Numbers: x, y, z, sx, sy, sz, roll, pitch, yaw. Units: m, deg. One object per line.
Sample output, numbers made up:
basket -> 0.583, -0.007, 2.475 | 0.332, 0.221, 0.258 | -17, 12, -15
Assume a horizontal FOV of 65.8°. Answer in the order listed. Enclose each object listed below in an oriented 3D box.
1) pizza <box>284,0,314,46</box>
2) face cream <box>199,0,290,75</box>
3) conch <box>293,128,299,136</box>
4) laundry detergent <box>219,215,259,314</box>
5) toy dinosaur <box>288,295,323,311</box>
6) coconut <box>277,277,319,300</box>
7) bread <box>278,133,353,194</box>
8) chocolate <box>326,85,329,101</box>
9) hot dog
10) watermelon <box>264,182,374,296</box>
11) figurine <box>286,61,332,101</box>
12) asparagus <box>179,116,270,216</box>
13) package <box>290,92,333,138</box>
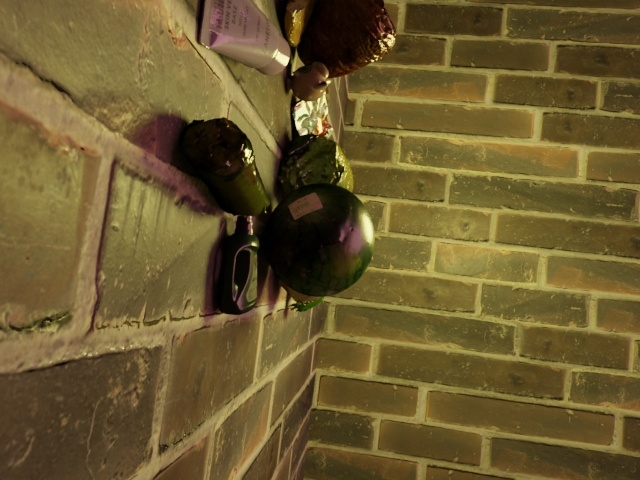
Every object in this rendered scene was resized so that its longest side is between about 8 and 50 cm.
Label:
pizza -> -0.070, -0.675, 1.449 | 0.204, 0.081, 0.188 | 119, -4, -73
face cream -> -0.152, -0.411, 0.968 | 0.274, 0.096, 0.153 | 0, 99, -70
conch -> -0.047, -0.431, 1.847 | 0.232, 0.080, 0.086 | -47, 137, -37
laundry detergent -> -0.181, 0.048, 1.118 | 0.144, 0.078, 0.221 | -37, 134, -76
toy dinosaur -> -0.086, 0.191, 2.002 | 0.177, 0.152, 0.194 | 57, -20, 22
coconut -> -0.050, 0.102, 1.759 | 0.224, 0.225, 0.224 | 6, 90, -83
bread -> 0.002, -0.213, 1.745 | 0.376, 0.209, 0.251 | 56, 48, -72
chocolate -> -0.003, -0.595, 1.995 | 0.261, 0.083, 0.160 | -65, 158, -68
hot dog -> 0.077, -0.651, 1.521 | 0.174, 0.267, 0.388 | -47, -159, -24
watermelon -> 0.000, 0.000, 1.496 | 0.363, 0.364, 0.362 | 6, 90, -83
figurine -> -0.036, -0.508, 1.585 | 0.125, 0.138, 0.125 | 1, 90, -79
asparagus -> -0.164, -0.111, 0.972 | 0.108, 0.128, 0.382 | -45, 164, -11
package -> -0.023, -0.417, 1.764 | 0.166, 0.040, 0.231 | -41, 144, -24
